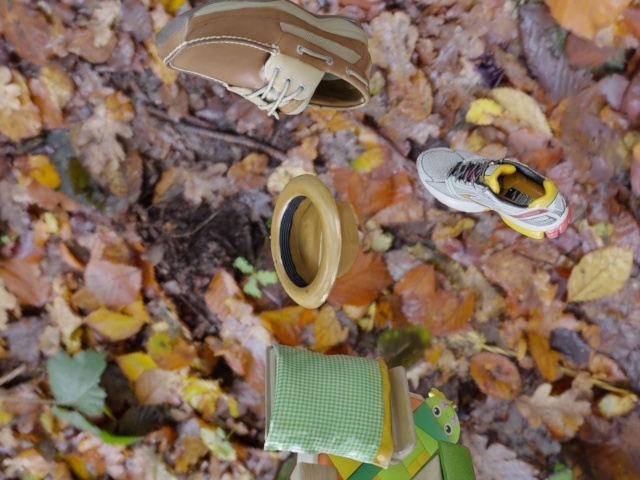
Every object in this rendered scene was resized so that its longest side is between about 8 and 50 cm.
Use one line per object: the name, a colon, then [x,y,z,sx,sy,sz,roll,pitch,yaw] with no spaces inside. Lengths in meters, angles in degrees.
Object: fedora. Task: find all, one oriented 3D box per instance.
fedora: [0.000,0.000,1.149,0.194,0.079,0.194,14,107,55]

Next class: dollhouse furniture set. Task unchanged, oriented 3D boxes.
dollhouse furniture set: [0.049,0.223,0.973,0.198,0.301,0.151,14,132,-18]

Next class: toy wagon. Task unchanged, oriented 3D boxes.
toy wagon: [0.107,0.314,1.137,0.068,0.344,0.267,-31,91,48]

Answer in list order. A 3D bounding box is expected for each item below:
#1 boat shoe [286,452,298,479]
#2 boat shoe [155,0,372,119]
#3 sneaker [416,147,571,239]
boat shoe: [0.030,0.309,1.256,0.098,0.302,0.109,34,120,-6]
boat shoe: [-0.045,-0.218,0.993,0.123,0.324,0.119,-26,77,45]
sneaker: [0.229,-0.083,1.079,0.225,0.088,0.092,23,164,32]
